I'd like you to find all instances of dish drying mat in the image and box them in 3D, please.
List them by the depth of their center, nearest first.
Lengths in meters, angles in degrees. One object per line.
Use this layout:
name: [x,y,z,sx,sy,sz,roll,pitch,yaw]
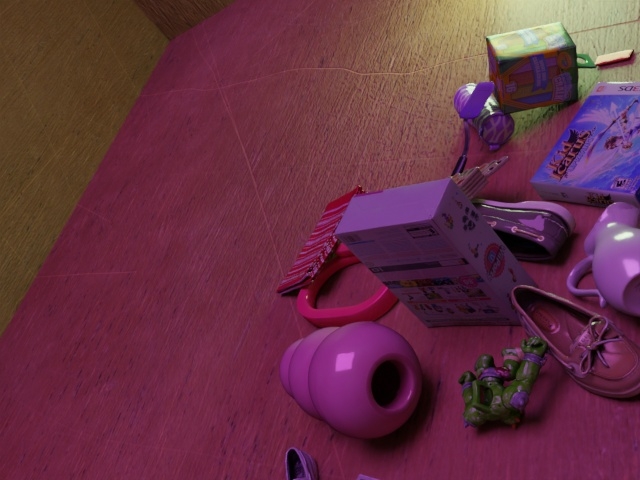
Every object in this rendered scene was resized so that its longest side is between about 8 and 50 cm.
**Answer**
dish drying mat: [0.627,-0.390,1.853,0.083,0.008,0.032,-4,48,49]

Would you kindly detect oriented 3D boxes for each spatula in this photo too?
spatula: [0.312,-0.206,1.883,0.084,0.030,0.296,21,96,68]

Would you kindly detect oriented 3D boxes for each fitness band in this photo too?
fitness band: [0.069,0.095,1.890,0.291,0.054,0.209,-11,47,45]

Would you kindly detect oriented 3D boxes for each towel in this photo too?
towel: [0.000,0.000,2.046,0.275,0.031,0.199,-58,14,-24]

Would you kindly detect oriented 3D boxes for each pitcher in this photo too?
pitcher: [0.480,0.053,1.399,0.177,0.125,0.207,-55,14,23]

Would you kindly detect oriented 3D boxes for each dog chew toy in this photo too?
dog chew toy: [0.035,0.250,1.603,0.332,0.206,0.206,-5,48,58]

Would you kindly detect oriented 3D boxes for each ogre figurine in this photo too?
ogre figurine: [0.286,0.237,1.405,0.197,0.097,0.118,-16,39,38]

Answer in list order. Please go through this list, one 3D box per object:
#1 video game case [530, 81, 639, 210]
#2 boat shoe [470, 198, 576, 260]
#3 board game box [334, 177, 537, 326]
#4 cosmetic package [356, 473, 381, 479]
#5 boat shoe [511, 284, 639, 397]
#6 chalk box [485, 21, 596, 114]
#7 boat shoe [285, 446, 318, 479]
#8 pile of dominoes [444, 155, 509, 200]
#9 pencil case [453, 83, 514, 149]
video game case: [0.562,-0.183,1.627,0.269,0.061,0.244,-53,31,-14]
boat shoe: [0.329,-0.014,1.650,0.305,0.109,0.091,0,47,45]
board game box: [0.208,0.033,1.542,0.224,0.303,0.097,-7,47,45]
cosmetic package: [0.056,0.500,1.359,0.060,0.099,0.239,0,52,47]
boat shoe: [0.402,0.155,1.373,0.104,0.089,0.285,-48,31,-7]
chalk box: [0.476,-0.374,1.857,0.213,0.132,0.132,-12,36,4]
boat shoe: [-0.032,0.448,1.559,0.066,0.063,0.184,-32,32,19]
pile of dominoes: [0.246,-0.100,1.747,0.196,0.040,0.251,-44,12,-23]
pencil case: [0.369,-0.283,1.964,0.086,0.088,0.206,-6,32,-8]
